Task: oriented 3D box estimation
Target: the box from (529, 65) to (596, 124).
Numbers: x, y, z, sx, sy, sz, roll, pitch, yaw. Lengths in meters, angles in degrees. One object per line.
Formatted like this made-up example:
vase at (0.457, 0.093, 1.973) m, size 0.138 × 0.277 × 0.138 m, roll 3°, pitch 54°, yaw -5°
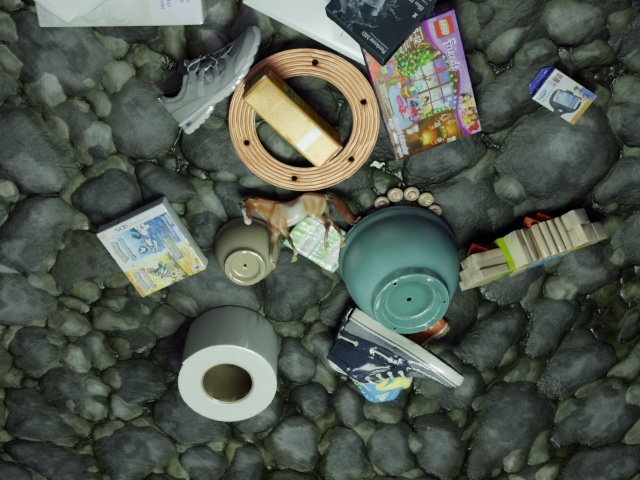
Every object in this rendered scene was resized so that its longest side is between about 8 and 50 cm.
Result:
box at (0.530, -0.324, 1.757) m, size 0.136 × 0.028 × 0.081 m, roll 26°, pitch 116°, yaw -18°

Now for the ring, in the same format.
ring at (-0.037, -0.266, 1.773) m, size 0.336 × 0.032 × 0.337 m, roll -1°, pitch 120°, yaw -2°

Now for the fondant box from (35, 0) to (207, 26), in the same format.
fondant box at (-0.399, -0.551, 1.563) m, size 0.330 × 0.096 × 0.238 m, roll -2°, pitch 120°, yaw -2°

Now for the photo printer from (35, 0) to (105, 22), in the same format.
photo printer at (-0.443, -0.567, 1.438) m, size 0.307 × 0.107 × 0.256 m, roll -33°, pitch 114°, yaw 15°

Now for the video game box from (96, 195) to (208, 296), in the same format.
video game box at (-0.403, 0.017, 1.917) m, size 0.187 × 0.048 × 0.205 m, roll -23°, pitch 118°, yaw 14°

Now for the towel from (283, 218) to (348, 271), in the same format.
towel at (0.000, 0.000, 1.935) m, size 0.152 × 0.023 × 0.113 m, roll 32°, pitch 112°, yaw -16°

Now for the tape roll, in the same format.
tape roll at (-0.230, 0.312, 2.020) m, size 0.246 × 0.169 × 0.246 m, roll 0°, pitch 120°, yaw -1°

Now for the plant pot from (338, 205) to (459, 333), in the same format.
plant pot at (0.198, 0.094, 1.875) m, size 0.293 × 0.196 × 0.293 m, roll -3°, pitch 125°, yaw -4°

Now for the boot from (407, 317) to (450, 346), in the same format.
boot at (0.248, 0.236, 2.058) m, size 0.158 × 0.059 × 0.084 m, roll -38°, pitch 109°, yaw 11°

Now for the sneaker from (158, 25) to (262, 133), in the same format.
sneaker at (-0.233, -0.352, 1.676) m, size 0.115 × 0.105 × 0.281 m, roll 39°, pitch 111°, yaw -18°

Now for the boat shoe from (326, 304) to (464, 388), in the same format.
boat shoe at (0.177, 0.310, 1.985) m, size 0.340 × 0.127 × 0.158 m, roll 31°, pitch 90°, yaw 14°

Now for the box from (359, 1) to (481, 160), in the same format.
box at (0.214, -0.333, 1.698) m, size 0.201 × 0.057 × 0.293 m, roll -20°, pitch 125°, yaw 3°

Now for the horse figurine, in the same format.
horse figurine at (-0.044, -0.046, 1.850) m, size 0.263 × 0.066 × 0.174 m, roll -18°, pitch 82°, yaw -1°

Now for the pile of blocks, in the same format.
pile of blocks at (0.494, 0.007, 1.918) m, size 0.362 × 0.149 × 0.113 m, roll -19°, pitch 76°, yaw -1°

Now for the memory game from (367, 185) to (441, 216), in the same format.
memory game at (0.203, -0.048, 1.915) m, size 0.186 × 0.012 × 0.186 m, roll 0°, pitch 120°, yaw -1°

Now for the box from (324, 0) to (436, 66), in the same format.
box at (0.117, -0.453, 1.548) m, size 0.156 × 0.093 × 0.158 m, roll 41°, pitch 96°, yaw -1°

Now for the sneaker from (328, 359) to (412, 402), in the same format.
sneaker at (0.119, 0.372, 2.109) m, size 0.240 × 0.091 × 0.126 m, roll 17°, pitch 119°, yaw -12°

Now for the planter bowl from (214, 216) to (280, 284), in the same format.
planter bowl at (-0.177, 0.040, 1.900) m, size 0.162 × 0.109 × 0.162 m, roll 0°, pitch 120°, yaw -1°

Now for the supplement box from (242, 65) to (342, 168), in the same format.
supplement box at (-0.059, -0.264, 1.712) m, size 0.233 × 0.078 × 0.080 m, roll 39°, pitch 112°, yaw -21°

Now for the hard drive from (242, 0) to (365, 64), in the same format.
hard drive at (0.023, -0.509, 1.629) m, size 0.307 × 0.040 × 0.203 m, roll 24°, pitch 116°, yaw -14°
